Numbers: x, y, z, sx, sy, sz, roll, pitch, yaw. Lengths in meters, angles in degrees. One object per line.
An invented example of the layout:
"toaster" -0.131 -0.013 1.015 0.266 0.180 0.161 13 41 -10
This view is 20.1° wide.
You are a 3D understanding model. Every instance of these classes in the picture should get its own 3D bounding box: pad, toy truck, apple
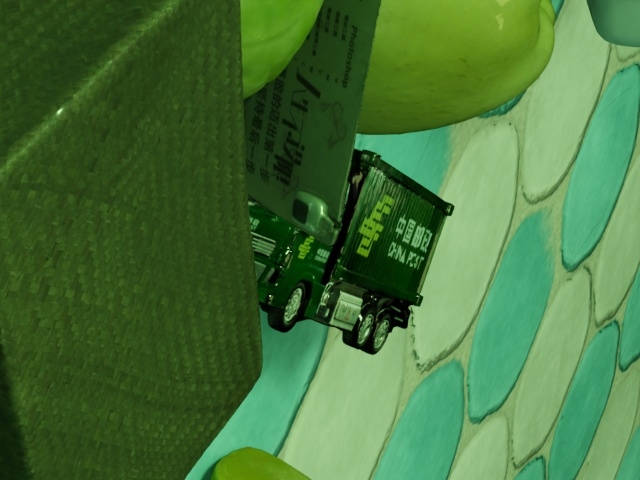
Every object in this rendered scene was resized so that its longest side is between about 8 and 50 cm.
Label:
"pad" -0.021 -0.146 0.922 0.009 0.159 0.265 -6 116 -38
"toy truck" 0.000 0.000 1.164 0.121 0.088 0.259 -70 159 -1
"apple" 0.039 -0.152 1.015 0.200 0.200 0.200 -49 149 -44

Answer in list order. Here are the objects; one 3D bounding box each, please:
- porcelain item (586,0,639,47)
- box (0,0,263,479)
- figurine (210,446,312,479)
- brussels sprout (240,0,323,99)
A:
"porcelain item" 0.165 -0.297 1.104 0.405 0.178 0.243 47 29 -51
"box" -0.130 0.001 0.785 0.184 0.143 0.273 -53 153 -38
"figurine" -0.031 0.359 1.247 0.338 0.283 0.204 -57 -158 11
"brussels sprout" -0.063 -0.140 0.848 0.145 0.131 0.183 -147 -115 -66
